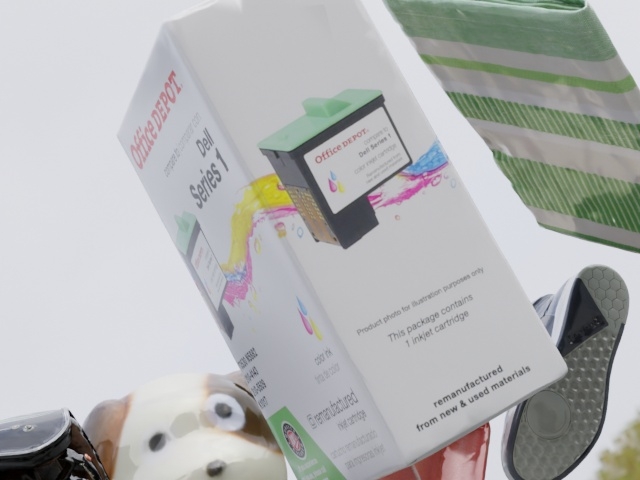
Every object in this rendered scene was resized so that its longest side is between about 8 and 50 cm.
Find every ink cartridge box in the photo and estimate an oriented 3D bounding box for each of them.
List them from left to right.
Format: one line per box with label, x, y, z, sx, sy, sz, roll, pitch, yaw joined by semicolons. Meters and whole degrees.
ink cartridge box;0.000;0.000;0.959;0.117;0.278;0.201;-26;-7;-20

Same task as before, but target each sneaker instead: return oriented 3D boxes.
sneaker;0.201;0.143;1.514;0.086;0.226;0.163;33;-27;-11

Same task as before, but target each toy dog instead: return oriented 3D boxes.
toy dog;-0.116;0.338;1.751;0.285;0.395;0.408;-7;-65;-7

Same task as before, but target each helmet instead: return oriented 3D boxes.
helmet;-0.259;0.230;1.366;0.161;0.169;0.169;-28;-22;-6

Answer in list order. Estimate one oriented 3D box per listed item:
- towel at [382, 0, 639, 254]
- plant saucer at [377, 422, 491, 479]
towel;0.205;-0.096;1.342;0.038;0.248;0.325;-52;-53;-15
plant saucer;0.064;0.113;1.316;0.048;0.259;0.258;-20;18;17
